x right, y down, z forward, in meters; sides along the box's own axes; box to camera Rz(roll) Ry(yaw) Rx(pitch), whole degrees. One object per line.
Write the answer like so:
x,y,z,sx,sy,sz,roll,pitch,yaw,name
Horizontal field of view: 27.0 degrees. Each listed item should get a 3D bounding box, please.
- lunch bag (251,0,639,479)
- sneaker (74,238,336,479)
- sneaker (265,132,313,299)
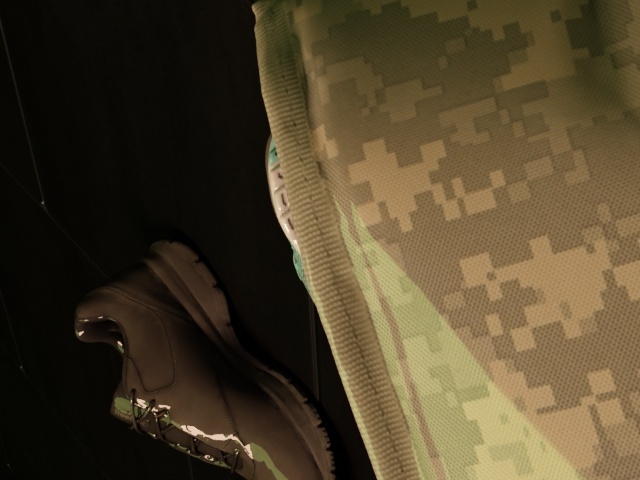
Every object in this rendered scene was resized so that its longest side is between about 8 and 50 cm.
0.132,0.017,0.381,0.169,0.235,0.287,-19,-89,-72,lunch bag
-0.098,0.135,1.098,0.286,0.130,0.109,48,150,23,sneaker
0.000,0.000,0.853,0.076,0.065,0.166,9,123,64,sneaker
